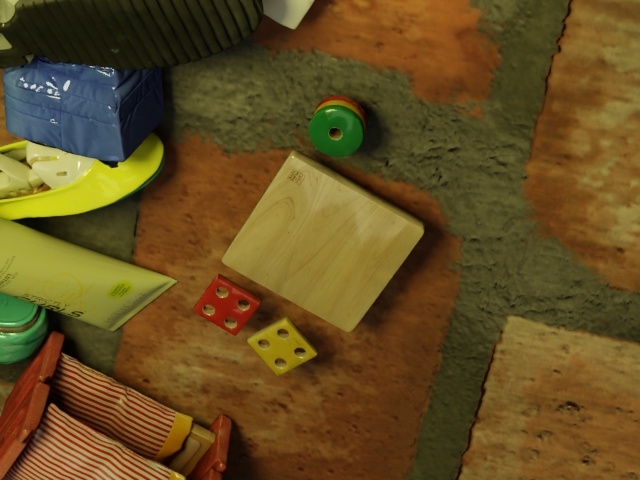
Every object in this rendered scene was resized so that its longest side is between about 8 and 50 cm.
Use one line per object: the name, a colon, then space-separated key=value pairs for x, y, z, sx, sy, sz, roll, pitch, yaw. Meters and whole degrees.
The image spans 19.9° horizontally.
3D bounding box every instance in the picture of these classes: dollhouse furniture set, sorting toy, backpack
dollhouse furniture set: x=-0.257 y=0.287 z=1.752 sx=0.201 sy=0.152 sz=0.374 roll=27 pitch=124 yaw=-13
sorting toy: x=0.000 y=0.000 z=1.583 sx=0.132 sy=0.046 sz=0.274 roll=29 pitch=124 yaw=-8
backpack: x=-0.201 y=-0.130 z=1.513 sx=0.120 sy=0.098 sz=0.101 roll=11 pitch=121 yaw=19

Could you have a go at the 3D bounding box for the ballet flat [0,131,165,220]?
ballet flat: x=-0.249 y=-0.059 z=1.572 sx=0.231 sy=0.077 sz=0.077 roll=-12 pitch=148 yaw=22

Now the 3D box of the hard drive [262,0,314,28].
hard drive: x=-0.028 y=-0.329 z=1.375 sx=0.203 sy=0.040 sz=0.307 roll=31 pitch=124 yaw=-9

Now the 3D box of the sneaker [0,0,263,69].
sneaker: x=-0.206 y=-0.216 z=1.425 sx=0.330 sy=0.146 sz=0.122 roll=0 pitch=154 yaw=8

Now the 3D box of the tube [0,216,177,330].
tube: x=-0.242 y=0.026 z=1.603 sx=0.070 sy=0.062 sz=0.240 roll=12 pitch=172 yaw=46

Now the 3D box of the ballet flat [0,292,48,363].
ballet flat: x=-0.372 y=0.066 z=1.689 sx=0.247 sy=0.083 sz=0.087 roll=13 pitch=139 yaw=6
